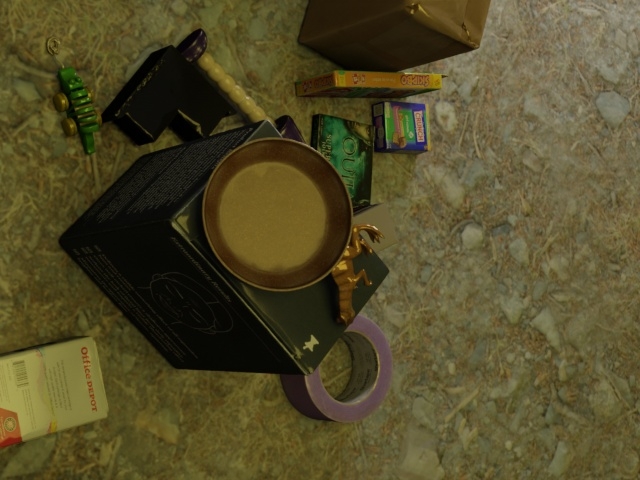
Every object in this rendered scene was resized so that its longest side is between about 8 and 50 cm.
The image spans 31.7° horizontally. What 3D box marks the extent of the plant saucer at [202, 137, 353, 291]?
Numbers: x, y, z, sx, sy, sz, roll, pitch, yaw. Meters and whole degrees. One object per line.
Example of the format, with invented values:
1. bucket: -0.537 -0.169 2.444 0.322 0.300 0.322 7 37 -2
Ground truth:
1. plant saucer: -0.057 -0.031 1.440 0.198 0.036 0.199 3 80 -18

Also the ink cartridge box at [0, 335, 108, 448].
1. ink cartridge box: -0.414 0.220 1.654 0.175 0.072 0.128 -11 92 -35

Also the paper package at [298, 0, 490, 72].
1. paper package: 0.147 -0.461 1.941 0.168 0.325 0.310 24 74 -30

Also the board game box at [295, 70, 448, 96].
1. board game box: 0.096 -0.278 2.013 0.259 0.124 0.039 -7 92 -34

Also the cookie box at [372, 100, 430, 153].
1. cookie box: 0.151 -0.209 2.096 0.107 0.040 0.092 -1 86 -35

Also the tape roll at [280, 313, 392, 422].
1. tape roll: 0.028 0.219 1.955 0.189 0.080 0.189 3 85 -34

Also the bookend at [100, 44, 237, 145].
1. bookend: -0.243 -0.200 1.805 0.157 0.072 0.156 44 65 -24

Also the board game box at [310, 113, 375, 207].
1. board game box: 0.037 -0.125 2.020 0.126 0.026 0.186 8 82 -33

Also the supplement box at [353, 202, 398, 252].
1. supplement box: 0.000 0.000 1.854 0.130 0.239 0.073 -25 102 -33

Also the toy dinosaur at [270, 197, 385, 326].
1. toy dinosaur: 0.023 0.011 1.497 0.112 0.064 0.212 -30 103 -33

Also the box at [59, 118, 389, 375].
1. box: -0.151 0.022 1.655 0.293 0.395 0.212 51 62 -21

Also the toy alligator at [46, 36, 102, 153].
1. toy alligator: -0.376 -0.226 1.728 0.056 0.051 0.190 -22 99 -34

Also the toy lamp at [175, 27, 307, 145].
1. toy lamp: -0.127 -0.233 1.884 0.274 0.080 0.080 44 64 -24
